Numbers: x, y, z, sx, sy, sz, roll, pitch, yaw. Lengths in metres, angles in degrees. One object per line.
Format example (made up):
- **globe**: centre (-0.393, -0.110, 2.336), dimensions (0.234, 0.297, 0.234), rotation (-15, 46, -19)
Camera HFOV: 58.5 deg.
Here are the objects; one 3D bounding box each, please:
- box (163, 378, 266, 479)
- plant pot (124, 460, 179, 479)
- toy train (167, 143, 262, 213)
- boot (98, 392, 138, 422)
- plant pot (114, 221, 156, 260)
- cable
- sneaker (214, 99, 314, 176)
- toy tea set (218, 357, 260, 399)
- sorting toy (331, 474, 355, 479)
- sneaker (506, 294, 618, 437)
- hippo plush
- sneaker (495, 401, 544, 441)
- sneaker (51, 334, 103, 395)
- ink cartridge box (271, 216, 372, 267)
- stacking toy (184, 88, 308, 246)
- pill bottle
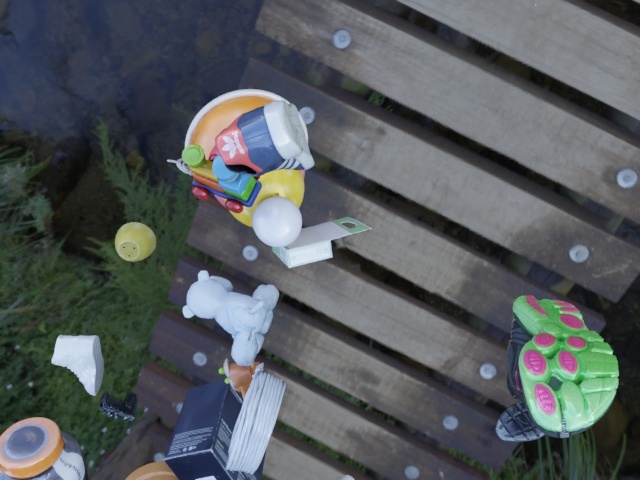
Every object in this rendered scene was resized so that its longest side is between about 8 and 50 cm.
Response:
- **box**: centre (-0.345, 0.721, 1.981), dimensions (0.179, 0.312, 0.343), rotation (-16, 118, 14)
- **plant pot**: centre (-0.532, 0.913, 1.885), dimensions (0.291, 0.203, 0.290), rotation (-2, 99, -13)
- **toy train**: centre (-0.259, -0.158, 1.226), dimensions (0.248, 0.143, 0.105), rotation (22, 76, 16)
- **boot**: centre (-0.570, 0.457, 1.613), dimensions (0.099, 0.121, 0.045), rotation (33, 101, -24)
- **plant pot**: centre (-0.622, 0.018, 1.892), dimensions (0.134, 0.095, 0.134), rotation (-1, 111, -3)
- **cable**: centre (-0.170, 0.475, 1.492), dimensions (0.089, 0.257, 0.257), rotation (20, 95, -4)
- **sneaker**: centre (-0.105, -0.181, 1.071), dimensions (0.148, 0.350, 0.131), rotation (-19, 90, 7)
- **toy tea set**: centre (-0.258, 0.437, 1.800), dimensions (0.124, 0.200, 0.336), rotation (-14, 142, -2)
- **sorting toy**: centre (0.045, 0.612, 1.117), dimensions (0.257, 0.089, 0.255), rotation (48, 130, -1)
- **sneaker**: centre (0.485, 0.273, 1.182), dimensions (0.185, 0.483, 0.202), rotation (6, 106, 16)
- **hippo plush**: centre (-0.274, 0.219, 1.643), dimensions (0.237, 0.294, 0.234), rotation (19, 97, 5)
- **sneaker**: centre (0.579, 0.457, 1.494), dimensions (0.268, 0.101, 0.106), rotation (-23, 147, -9)
- **sneaker**: centre (-0.936, 0.473, 2.199), dimensions (0.169, 0.108, 0.292), rotation (5, 121, -4)
- **ink cartridge box**: centre (0.000, 0.000, 1.521), dimensions (0.235, 0.171, 0.056), rotation (-12, 107, -16)
- **stacking toy**: centre (-0.155, -0.141, 1.482), dimensions (0.351, 0.479, 0.350), rotation (-10, 132, -11)
- **pill bottle**: centre (-0.431, 0.388, 0.895), dimensions (0.131, 0.130, 0.245), rotation (15, 126, 14)
